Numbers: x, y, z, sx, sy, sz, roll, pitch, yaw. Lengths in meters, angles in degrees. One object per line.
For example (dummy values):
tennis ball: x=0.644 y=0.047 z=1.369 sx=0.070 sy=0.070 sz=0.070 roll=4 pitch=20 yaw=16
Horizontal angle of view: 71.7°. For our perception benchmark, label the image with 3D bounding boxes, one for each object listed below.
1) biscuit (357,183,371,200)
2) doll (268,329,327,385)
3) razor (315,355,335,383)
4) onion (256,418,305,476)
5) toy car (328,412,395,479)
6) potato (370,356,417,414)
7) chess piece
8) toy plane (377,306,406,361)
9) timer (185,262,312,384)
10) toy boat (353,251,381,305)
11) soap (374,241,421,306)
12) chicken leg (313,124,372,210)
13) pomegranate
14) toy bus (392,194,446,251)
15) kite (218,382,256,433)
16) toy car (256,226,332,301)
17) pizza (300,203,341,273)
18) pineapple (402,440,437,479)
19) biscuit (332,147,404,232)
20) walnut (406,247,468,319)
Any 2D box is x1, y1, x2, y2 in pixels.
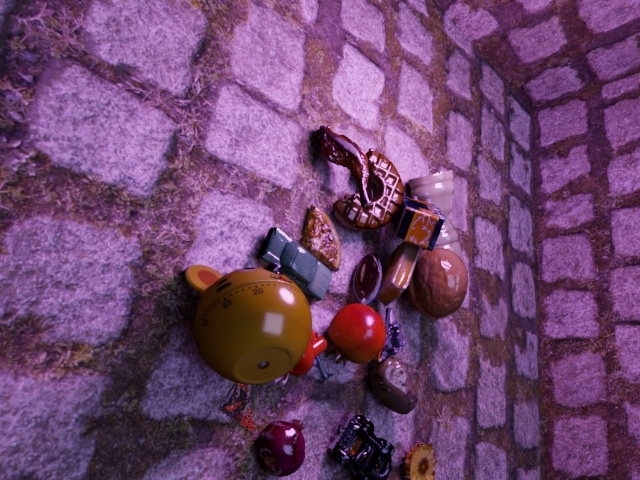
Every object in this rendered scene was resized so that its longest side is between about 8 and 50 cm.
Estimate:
biscuit: x=0.194 y=-0.245 z=1.964 sx=0.056 sy=0.052 sz=0.187 roll=13 pitch=72 yaw=-30
doll: x=-0.084 y=0.383 z=1.512 sx=0.290 sy=0.130 sz=0.160 roll=-24 pitch=95 yaw=-50
razor: x=-0.004 y=0.454 z=1.641 sx=0.068 sy=0.040 sz=0.134 roll=-28 pitch=94 yaw=-44
onion: x=-0.101 y=0.653 z=1.432 sx=0.198 sy=0.135 sz=0.173 roll=-37 pitch=110 yaw=-44
toy car: x=0.159 y=0.800 z=1.661 sx=0.301 sy=0.118 sz=0.193 roll=52 pitch=59 yaw=-24
potato: x=0.294 y=0.592 z=1.800 sx=0.165 sy=0.165 sz=0.262 roll=-34 pitch=107 yaw=-42
chess piece: x=0.579 y=-0.113 z=2.202 sx=0.234 sy=0.234 sz=0.441 roll=-15 pitch=96 yaw=-44
toy plane: x=0.283 y=0.407 z=1.777 sx=0.316 sy=0.103 sz=0.204 roll=-39 pitch=112 yaw=-74
timer: x=-0.207 y=0.216 z=1.317 sx=0.376 sy=0.376 sz=0.386 roll=26 pitch=23 yaw=-38
toy boat: x=0.198 y=0.164 z=1.851 sx=0.115 sy=0.114 sz=0.261 roll=70 pitch=29 yaw=-64
soap: x=0.331 y=0.138 z=1.912 sx=0.089 sy=0.173 sz=0.274 roll=34 pitch=49 yaw=-4
chicken leg: x=0.120 y=-0.305 z=1.771 sx=0.158 sy=0.096 sz=0.406 roll=-27 pitch=78 yaw=-18
pomegranate: x=0.125 y=0.364 z=1.669 sx=0.257 sy=0.221 sz=0.221 roll=-42 pitch=114 yaw=-6
toy bus: x=0.423 y=-0.086 z=1.950 sx=0.323 sy=0.194 sz=0.161 roll=-69 pitch=176 yaw=-73
kite: x=-0.266 y=0.512 z=1.392 sx=0.125 sy=0.008 sz=0.222 roll=-1 pitch=82 yaw=-44
toy car: x=-0.082 y=0.094 z=1.595 sx=0.321 sy=0.097 sz=0.141 roll=40 pitch=57 yaw=-30
pizza: x=0.000 y=0.000 z=1.721 sx=0.197 sy=0.058 sz=0.292 roll=-22 pitch=97 yaw=-43
pineapple: x=0.419 y=0.966 z=1.901 sx=0.225 sy=0.076 sz=0.224 roll=8 pitch=78 yaw=-40
biscuit: x=0.218 y=-0.187 z=1.871 sx=0.268 sy=0.115 sz=0.366 roll=32 pitch=70 yaw=-12
walnut: x=0.525 y=0.195 z=2.012 sx=0.333 sy=0.333 sz=0.332 roll=11 pitch=74 yaw=-42
